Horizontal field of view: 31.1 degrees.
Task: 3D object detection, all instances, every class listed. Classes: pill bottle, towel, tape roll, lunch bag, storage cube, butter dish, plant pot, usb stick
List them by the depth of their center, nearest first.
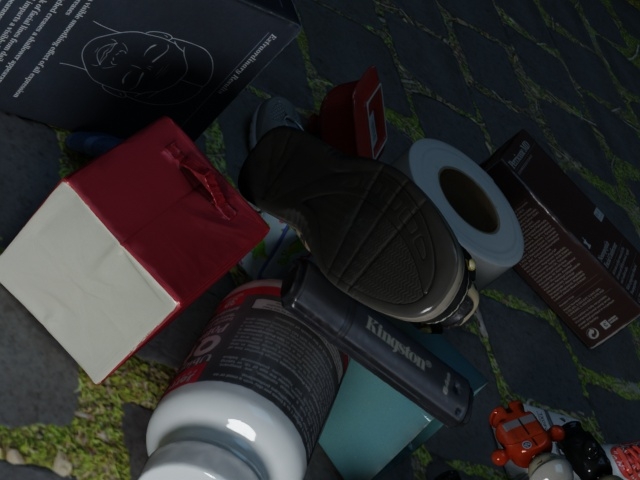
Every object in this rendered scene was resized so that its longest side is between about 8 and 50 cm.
[{"bbox_3d":[-0.085,0.193,1.261,0.176,0.176,0.318,42,32,-10],"label":"pill bottle"},{"bbox_3d":[-0.211,0.008,1.284,0.183,0.215,0.193,48,38,-1],"label":"storage cube"},{"bbox_3d":[0.067,0.120,1.313,0.278,0.045,0.077,38,32,-19],"label":"usb stick"},{"bbox_3d":[-0.265,-0.117,1.456,0.119,0.029,0.067,19,13,40],"label":"towel"},{"bbox_3d":[0.055,0.165,1.483,0.234,0.165,0.166,48,31,14],"label":"plant pot"},{"bbox_3d":[0.000,0.000,1.576,0.219,0.176,0.090,11,27,-42],"label":"lunch bag"},{"bbox_3d":[0.175,-0.015,1.803,0.246,0.169,0.246,30,37,-25],"label":"tape roll"},{"bbox_3d":[0.038,-0.192,1.890,0.160,0.118,0.160,-61,147,-59],"label":"butter dish"}]

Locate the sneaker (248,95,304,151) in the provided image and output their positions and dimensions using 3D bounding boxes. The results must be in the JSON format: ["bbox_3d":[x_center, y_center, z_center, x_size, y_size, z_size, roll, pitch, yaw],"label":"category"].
[{"bbox_3d":[-0.024,-0.117,1.723,0.105,0.115,0.281,17,43,-39],"label":"sneaker"}]

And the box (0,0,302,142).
[{"bbox_3d":[-0.277,-0.306,1.459,0.395,0.293,0.212,16,44,-41],"label":"box"}]

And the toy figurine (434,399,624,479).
[{"bbox_3d":[0.279,0.336,1.507,0.213,0.209,0.148,24,22,-38],"label":"toy figurine"}]

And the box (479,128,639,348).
[{"bbox_3d":[0.440,-0.007,2.140,0.381,0.143,0.191,45,32,-1],"label":"box"}]

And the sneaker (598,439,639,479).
[{"bbox_3d":[0.530,0.346,1.858,0.270,0.145,0.090,13,46,-42],"label":"sneaker"}]

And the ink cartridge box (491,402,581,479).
[{"bbox_3d":[0.341,0.318,1.741,0.150,0.063,0.109,20,42,-37],"label":"ink cartridge box"}]

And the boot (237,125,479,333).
[{"bbox_3d":[0.093,0.020,1.325,0.284,0.138,0.377,35,-2,-42],"label":"boot"}]
